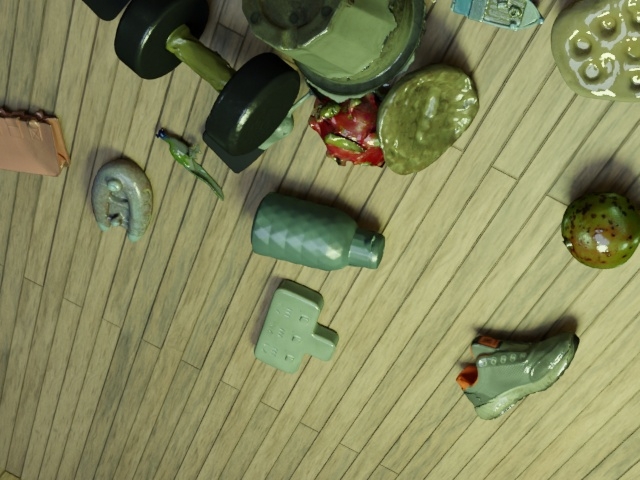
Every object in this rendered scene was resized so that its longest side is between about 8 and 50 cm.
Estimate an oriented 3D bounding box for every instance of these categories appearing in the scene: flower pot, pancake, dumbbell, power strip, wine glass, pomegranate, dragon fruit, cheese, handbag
[{"bbox_3d":[0.012,-0.394,1.416,0.290,0.259,0.290,1,93,25],"label":"flower pot"},{"bbox_3d":[0.193,-0.228,1.564,0.050,0.242,0.242,47,143,41],"label":"pancake"},{"bbox_3d":[-0.217,-0.334,1.596,0.322,0.204,0.204,40,130,10],"label":"dumbbell"},{"bbox_3d":[-0.050,0.233,2.077,0.193,0.059,0.265,24,129,4],"label":"power strip"},{"bbox_3d":[-0.068,-0.265,1.711,0.195,0.079,0.079,-34,107,34],"label":"wine glass"},{"bbox_3d":[0.561,-0.026,1.595,0.205,0.159,0.159,-10,124,-5],"label":"pomegranate"},{"bbox_3d":[0.065,-0.222,1.619,0.172,0.166,0.160,6,97,-25],"label":"dragon fruit"},{"bbox_3d":[0.512,-0.340,1.402,0.235,0.117,0.218,28,128,2],"label":"cheese"},{"bbox_3d":[-0.716,-0.240,1.999,0.212,0.059,0.157,8,128,14],"label":"handbag"}]

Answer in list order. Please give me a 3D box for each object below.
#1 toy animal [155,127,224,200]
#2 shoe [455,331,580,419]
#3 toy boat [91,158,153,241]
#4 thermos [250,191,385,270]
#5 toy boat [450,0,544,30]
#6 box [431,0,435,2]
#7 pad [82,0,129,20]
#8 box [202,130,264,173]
[{"bbox_3d":[-0.282,-0.176,1.881,0.217,0.041,0.075,44,146,-15],"label":"toy animal"},{"bbox_3d":[0.427,0.267,1.882,0.171,0.132,0.336,43,132,0],"label":"shoe"},{"bbox_3d":[-0.484,-0.091,1.998,0.155,0.085,0.227,22,129,6],"label":"toy boat"},{"bbox_3d":[0.000,0.000,1.843,0.286,0.145,0.182,16,160,9],"label":"thermos"},{"bbox_3d":[0.310,-0.412,1.466,0.173,0.059,0.069,17,129,9],"label":"toy boat"},{"bbox_3d":[0.160,-0.501,1.429,0.175,0.112,0.048,43,128,-10],"label":"box"},{"bbox_3d":[-0.426,-0.579,1.674,0.181,0.004,0.267,45,128,-14],"label":"pad"},{"bbox_3d":[-0.187,-0.221,1.826,0.125,0.027,0.126,46,129,-10],"label":"box"}]
